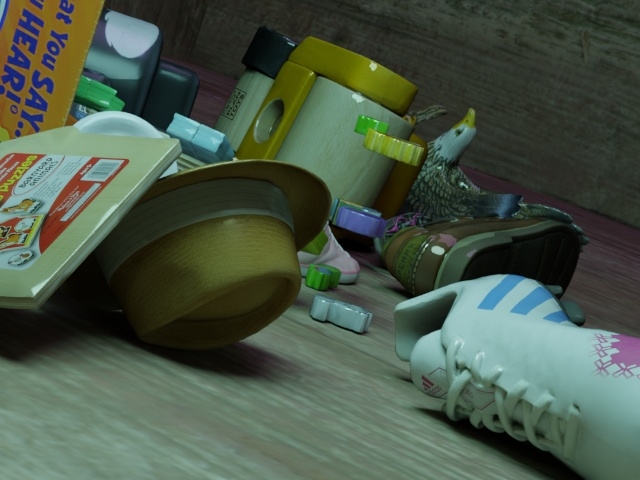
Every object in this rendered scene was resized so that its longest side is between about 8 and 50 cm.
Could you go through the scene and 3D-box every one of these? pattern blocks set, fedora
[{"bbox_3d":[-0.125,-0.051,1.551,0.285,0.026,0.325,21,-15,25],"label":"pattern blocks set"},{"bbox_3d":[-0.077,0.021,1.220,0.194,0.194,0.079,11,50,-45],"label":"fedora"}]

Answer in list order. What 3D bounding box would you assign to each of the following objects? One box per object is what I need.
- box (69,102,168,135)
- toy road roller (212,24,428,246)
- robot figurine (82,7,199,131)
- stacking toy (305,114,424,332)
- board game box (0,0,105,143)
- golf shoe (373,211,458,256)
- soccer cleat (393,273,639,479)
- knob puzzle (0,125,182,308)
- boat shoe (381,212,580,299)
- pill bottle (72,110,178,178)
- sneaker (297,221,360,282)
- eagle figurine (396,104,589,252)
[{"bbox_3d":[-0.237,-0.099,1.686,0.207,0.036,0.114,22,-24,-25],"label":"box"},{"bbox_3d":[0.025,-0.088,1.975,0.240,0.202,0.329,27,2,-28],"label":"toy road roller"},{"bbox_3d":[-0.279,-0.179,1.997,0.278,0.173,0.209,18,-35,-9],"label":"robot figurine"},{"bbox_3d":[0.037,-0.020,1.591,0.052,0.167,0.221,18,7,-5],"label":"stacking toy"},{"bbox_3d":[-0.392,-0.240,1.427,0.356,0.356,0.356,14,9,-28],"label":"board game box"},{"bbox_3d":[0.102,0.008,1.991,0.086,0.067,0.186,-9,-8,32],"label":"golf shoe"},{"bbox_3d":[0.146,0.106,1.249,0.143,0.116,0.331,-4,13,-15],"label":"soccer cleat"},{"bbox_3d":[-0.207,-0.010,1.153,0.213,0.030,0.213,-13,33,8],"label":"knob puzzle"},{"bbox_3d":[0.174,0.014,1.887,0.104,0.111,0.307,24,9,29],"label":"boat shoe"},{"bbox_3d":[-0.162,-0.028,1.296,0.087,0.087,0.160,16,-21,-13],"label":"pill bottle"},{"bbox_3d":[0.000,0.000,1.733,0.051,0.070,0.134,22,7,39],"label":"sneaker"},{"bbox_3d":[0.155,-0.060,2.223,0.298,0.226,0.225,52,-19,26],"label":"eagle figurine"}]
